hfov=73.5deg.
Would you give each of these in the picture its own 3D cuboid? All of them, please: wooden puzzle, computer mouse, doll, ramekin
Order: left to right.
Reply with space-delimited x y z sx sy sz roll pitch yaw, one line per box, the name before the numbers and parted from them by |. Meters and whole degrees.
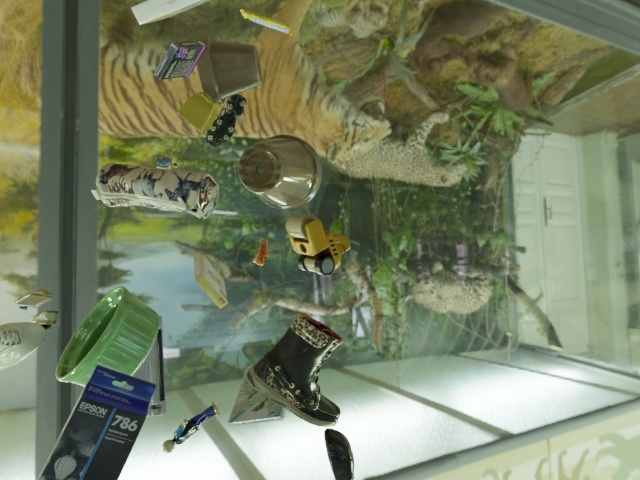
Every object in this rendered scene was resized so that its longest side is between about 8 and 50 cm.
wooden puzzle | -0.860 0.176 1.285 0.116 0.014 0.078 -25 155 4
ramekin | -0.626 0.303 1.289 0.148 0.303 0.303 41 152 -30
doll | -0.402 0.577 1.320 0.189 0.046 0.129 -34 152 -26
computer mouse | 0.076 0.693 1.319 0.072 0.272 0.188 -14 -163 3

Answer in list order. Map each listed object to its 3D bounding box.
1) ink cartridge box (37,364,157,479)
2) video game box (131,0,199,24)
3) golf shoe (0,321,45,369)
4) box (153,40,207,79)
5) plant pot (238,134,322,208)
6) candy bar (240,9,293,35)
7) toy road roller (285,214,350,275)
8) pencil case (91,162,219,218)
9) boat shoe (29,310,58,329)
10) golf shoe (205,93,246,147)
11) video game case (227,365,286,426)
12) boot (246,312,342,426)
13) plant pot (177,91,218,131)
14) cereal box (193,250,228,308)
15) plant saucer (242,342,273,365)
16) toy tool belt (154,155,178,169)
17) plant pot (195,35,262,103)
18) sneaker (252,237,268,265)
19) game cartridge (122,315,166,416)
ink cartridge box | -0.538 0.487 1.024 0.165 0.333 0.065 26 161 -20
video game box | -0.344 -0.613 1.087 0.205 0.048 0.187 -13 -152 15
golf shoe | -0.804 0.259 1.045 0.140 0.115 0.306 -26 175 21
box | -0.413 -0.535 1.268 0.116 0.029 0.162 -44 -173 29
plant pot | -0.186 -0.284 1.755 0.323 0.323 0.280 -3 -175 18
candy bar | -0.145 -0.598 1.172 0.161 0.018 0.040 26 178 12
toy road roller | 0.000 0.000 2.110 0.240 0.330 0.202 -32 -158 -30
pencil case | -0.588 -0.180 1.542 0.410 0.160 0.183 7 -151 5
boat shoe | -0.806 0.238 1.243 0.135 0.045 0.050 -24 157 37
golf shoe | -0.433 -0.546 1.966 0.105 0.273 0.120 34 -178 -25
video game case | -0.276 0.735 2.092 0.300 0.036 0.329 -16 -148 22
boot | -0.023 0.438 1.444 0.377 0.284 0.138 36 -179 -17
plant pot | -0.328 -0.362 1.185 0.081 0.083 0.081 39 -164 -9
cereal box | -0.470 0.164 1.827 0.047 0.173 0.240 -34 -151 -2
plant saucer | -0.225 0.467 1.752 0.195 0.037 0.195 28 -171 -5
toy tool belt | -0.612 -0.311 1.703 0.083 0.052 0.051 -3 135 -8
plant pot | -0.363 -0.699 1.744 0.229 0.263 0.263 -6 176 1
sneaker | -0.295 0.060 2.179 0.067 0.175 0.064 30 136 -18
game cartridge | -0.692 0.474 1.604 0.230 0.355 0.068 -11 167 19
